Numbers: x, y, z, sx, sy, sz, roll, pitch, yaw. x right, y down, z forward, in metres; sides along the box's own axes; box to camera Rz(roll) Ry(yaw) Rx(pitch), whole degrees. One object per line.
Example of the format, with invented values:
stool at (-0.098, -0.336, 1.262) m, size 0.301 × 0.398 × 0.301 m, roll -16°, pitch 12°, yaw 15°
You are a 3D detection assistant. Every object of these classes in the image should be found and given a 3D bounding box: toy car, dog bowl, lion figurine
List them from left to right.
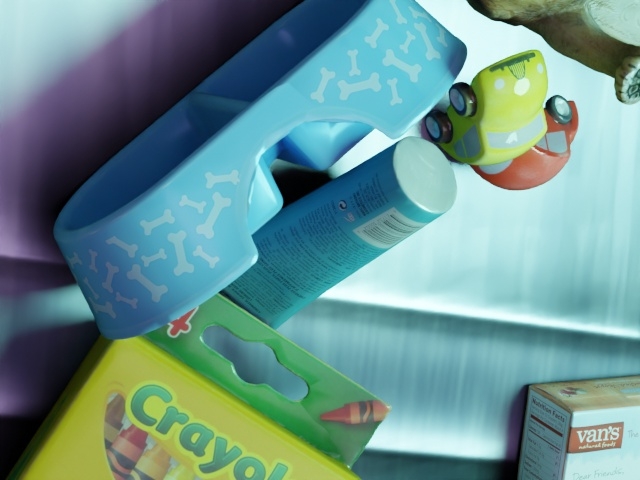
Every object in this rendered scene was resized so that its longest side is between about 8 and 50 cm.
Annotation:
dog bowl at (-0.044, -0.061, 1.256) m, size 0.297 × 0.166 × 0.074 m, roll -41°, pitch 109°, yaw -10°
toy car at (0.070, -0.037, 1.332) m, size 0.225 × 0.239 × 0.053 m, roll -29°, pitch 78°, yaw 9°
lion figurine at (0.212, -0.176, 1.351) m, size 0.392 × 0.240 × 0.142 m, roll 21°, pitch 106°, yaw -47°

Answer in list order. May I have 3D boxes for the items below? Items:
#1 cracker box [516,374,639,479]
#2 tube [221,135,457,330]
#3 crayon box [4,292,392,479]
cracker box at (0.227, 0.222, 1.537) m, size 0.155 × 0.067 × 0.232 m, roll -2°, pitch 108°, yaw -27°
tube at (0.000, 0.000, 1.282) m, size 0.080 × 0.207 × 0.052 m, roll 47°, pitch 43°, yaw -13°
crayon box at (-0.112, 0.195, 1.308) m, size 0.202 × 0.081 × 0.318 m, roll 33°, pitch 88°, yaw -10°
